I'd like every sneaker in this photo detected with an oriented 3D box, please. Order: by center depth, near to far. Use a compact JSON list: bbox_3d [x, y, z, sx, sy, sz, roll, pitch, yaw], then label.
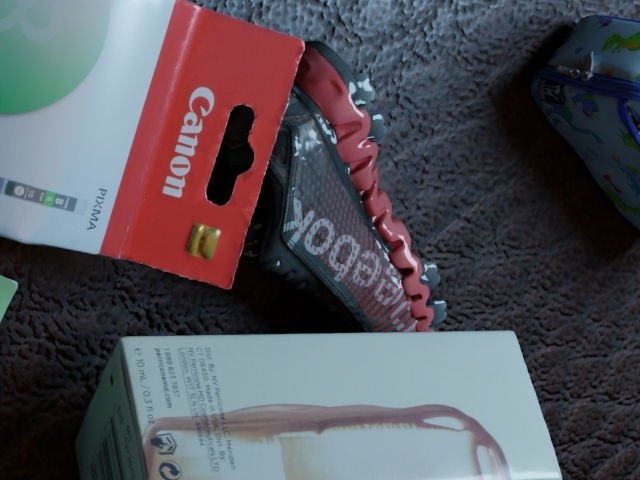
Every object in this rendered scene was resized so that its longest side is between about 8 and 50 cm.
[{"bbox_3d":[0.000,0.000,1.143,0.135,0.097,0.276,-30,120,-13],"label":"sneaker"}]

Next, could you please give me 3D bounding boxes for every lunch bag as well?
[{"bbox_3d":[0.276,-0.072,1.236,0.090,0.176,0.219,-48,122,-11],"label":"lunch bag"}]

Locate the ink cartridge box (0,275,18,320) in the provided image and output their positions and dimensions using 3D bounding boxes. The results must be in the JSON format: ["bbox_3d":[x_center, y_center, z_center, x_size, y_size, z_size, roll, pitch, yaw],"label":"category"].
[{"bbox_3d":[-0.307,0.111,1.019,0.171,0.056,0.235,26,92,-32],"label":"ink cartridge box"}]

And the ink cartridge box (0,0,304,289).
[{"bbox_3d":[-0.138,-0.078,1.020,0.225,0.056,0.181,17,94,-8],"label":"ink cartridge box"}]

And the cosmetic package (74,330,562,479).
[{"bbox_3d":[-0.005,0.153,1.106,0.296,0.129,0.153,-1,144,-22],"label":"cosmetic package"}]
